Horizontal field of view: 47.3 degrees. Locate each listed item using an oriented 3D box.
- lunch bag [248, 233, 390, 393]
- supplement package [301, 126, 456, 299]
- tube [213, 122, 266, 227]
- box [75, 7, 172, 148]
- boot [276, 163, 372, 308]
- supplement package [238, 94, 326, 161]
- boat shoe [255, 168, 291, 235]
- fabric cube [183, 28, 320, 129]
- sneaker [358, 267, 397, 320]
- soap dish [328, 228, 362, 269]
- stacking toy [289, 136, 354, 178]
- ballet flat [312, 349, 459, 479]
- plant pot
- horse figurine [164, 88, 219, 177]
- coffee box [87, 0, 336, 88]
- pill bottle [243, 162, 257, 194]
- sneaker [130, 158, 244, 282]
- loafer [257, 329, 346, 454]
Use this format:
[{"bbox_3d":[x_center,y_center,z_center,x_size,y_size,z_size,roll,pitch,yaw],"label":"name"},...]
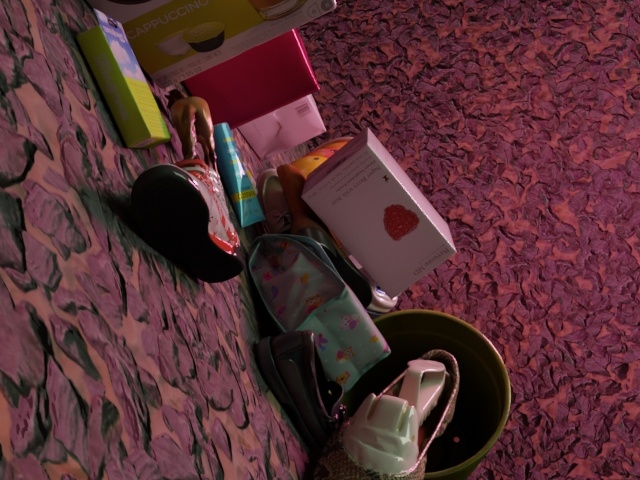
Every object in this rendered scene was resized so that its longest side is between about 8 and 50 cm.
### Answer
[{"bbox_3d":[-0.019,0.118,1.344,0.262,0.160,0.223,45,-8,49],"label":"lunch bag"},{"bbox_3d":[0.124,-0.059,1.534,0.293,0.177,0.175,48,15,-13],"label":"supplement package"},{"bbox_3d":[-0.171,-0.129,1.452,0.080,0.052,0.207,-23,91,-51],"label":"tube"},{"bbox_3d":[-0.266,-0.213,0.989,0.109,0.042,0.178,-60,126,-83],"label":"box"},{"bbox_3d":[0.000,0.000,1.565,0.264,0.096,0.280,42,19,-37],"label":"boot"},{"bbox_3d":[-0.131,-0.369,1.937,0.262,0.204,0.145,54,13,-60],"label":"supplement package"},{"bbox_3d":[-0.067,-0.026,1.612,0.094,0.109,0.302,106,-35,-76],"label":"boat shoe"},{"bbox_3d":[-0.180,-0.431,1.539,0.259,0.254,0.258,-108,171,-45],"label":"fabric cube"},{"bbox_3d":[0.107,0.190,1.716,0.323,0.236,0.130,58,10,-43],"label":"sneaker"},{"bbox_3d":[0.033,0.040,1.799,0.118,0.229,0.291,51,2,15],"label":"soap dish"},{"bbox_3d":[-0.001,-0.123,1.959,0.480,0.350,0.351,-3,69,-67],"label":"stacking toy"},{"bbox_3d":[0.125,0.298,1.205,0.483,0.164,0.182,-29,139,-61],"label":"ballet flat"},{"bbox_3d":[0.216,0.397,1.596,0.353,0.366,0.366,77,-4,-52],"label":"plant pot"},{"bbox_3d":[-0.198,-0.161,1.138,0.263,0.066,0.175,-146,-136,-79],"label":"horse figurine"},{"bbox_3d":[-0.219,-0.520,1.160,0.334,0.337,0.338,54,14,-59],"label":"coffee box"},{"bbox_3d":[-0.162,-0.125,1.526,0.043,0.043,0.083,-107,171,-46],"label":"pill bottle"},{"bbox_3d":[-0.181,-0.057,0.940,0.270,0.090,0.145,62,6,-61],"label":"sneaker"},{"bbox_3d":[-0.003,0.259,1.213,0.109,0.095,0.302,-103,168,-50],"label":"loafer"}]
